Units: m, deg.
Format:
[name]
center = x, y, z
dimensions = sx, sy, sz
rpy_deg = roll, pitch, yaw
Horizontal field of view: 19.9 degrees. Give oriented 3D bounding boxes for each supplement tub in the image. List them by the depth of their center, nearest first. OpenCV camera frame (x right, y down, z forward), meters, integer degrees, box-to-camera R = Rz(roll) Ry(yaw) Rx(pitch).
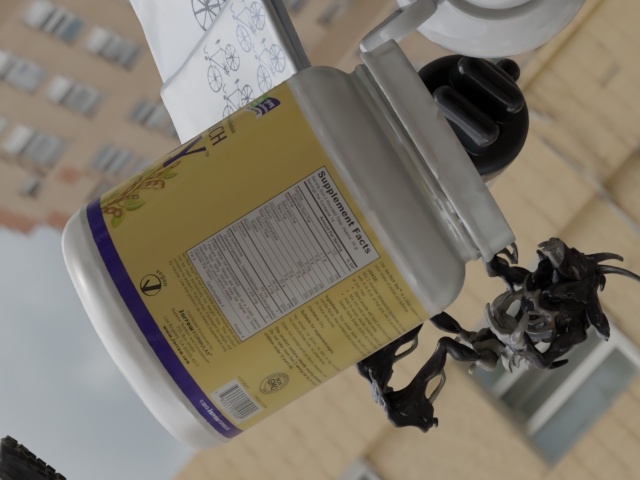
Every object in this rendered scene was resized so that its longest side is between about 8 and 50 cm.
[supplement tub]
center = -0.026, 0.000, 1.558
dimensions = 0.241, 0.331, 0.241
rpy_deg = 58, -177, -5

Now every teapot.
[teapot]
center = 0.181, -0.308, 1.945
dimensions = 0.252, 0.256, 0.187
rpy_deg = 8, -171, 0

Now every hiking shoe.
[hiking shoe]
center = -0.294, 0.251, 1.688
dimensions = 0.086, 0.114, 0.227
rpy_deg = 37, 165, 0

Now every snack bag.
[snack bag]
center = -0.123, -0.232, 2.042
dimensions = 0.037, 0.323, 0.343
rpy_deg = -15, -104, -29

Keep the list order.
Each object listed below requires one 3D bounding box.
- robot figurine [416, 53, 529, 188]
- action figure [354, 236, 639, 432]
[robot figurine]
center = 0.174, -0.136, 2.393
dimensions = 0.278, 0.209, 0.174
rpy_deg = 125, 134, -68
[action figure]
center = 0.160, 0.063, 1.688
dimensions = 0.141, 0.275, 0.164
rpy_deg = 62, 176, -39
